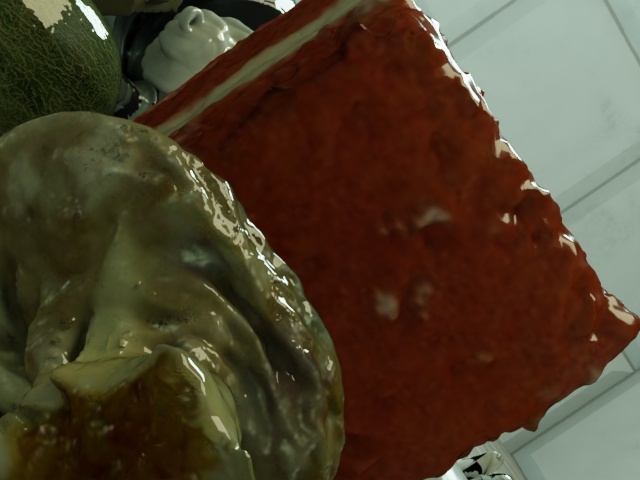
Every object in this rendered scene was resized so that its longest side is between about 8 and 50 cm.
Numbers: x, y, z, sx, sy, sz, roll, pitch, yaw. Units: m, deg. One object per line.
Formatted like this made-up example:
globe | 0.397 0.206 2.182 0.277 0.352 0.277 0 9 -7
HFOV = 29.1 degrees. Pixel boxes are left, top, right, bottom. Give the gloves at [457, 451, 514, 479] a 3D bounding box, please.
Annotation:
gloves | 0.129 0.250 1.464 0.212 0.111 0.127 53 -20 12

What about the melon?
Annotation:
melon | -0.178 -0.105 0.698 0.167 0.114 0.114 47 9 -45

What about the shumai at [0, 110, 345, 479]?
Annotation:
shumai | -0.078 0.065 0.479 0.153 0.161 0.209 -74 157 -56

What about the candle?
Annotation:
candle | -0.156 -0.262 1.444 0.221 0.221 0.342 52 3 -39

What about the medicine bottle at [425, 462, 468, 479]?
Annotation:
medicine bottle | 0.127 0.294 1.157 0.095 0.095 0.260 51 8 -47

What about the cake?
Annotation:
cake | 0.000 0.000 0.800 0.270 0.269 0.319 54 6 -19

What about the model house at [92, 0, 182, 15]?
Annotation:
model house | -0.263 -0.319 1.123 0.204 0.211 0.243 14 19 26

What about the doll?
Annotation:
doll | -0.106 -0.120 1.281 0.119 0.138 0.293 41 -24 38

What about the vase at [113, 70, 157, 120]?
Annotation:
vase | -0.211 -0.164 1.126 0.059 0.059 0.167 58 5 33
